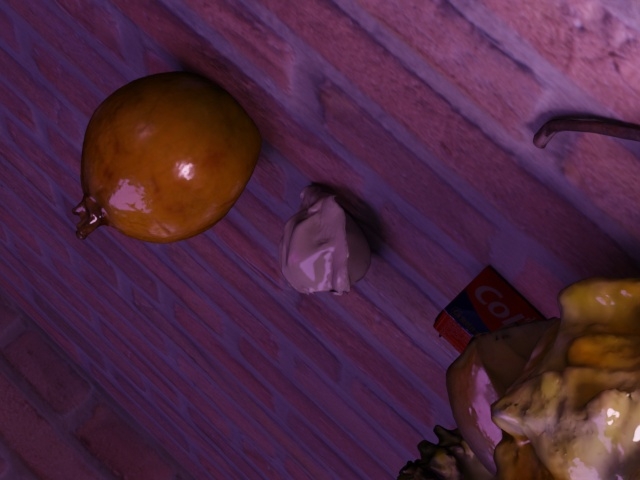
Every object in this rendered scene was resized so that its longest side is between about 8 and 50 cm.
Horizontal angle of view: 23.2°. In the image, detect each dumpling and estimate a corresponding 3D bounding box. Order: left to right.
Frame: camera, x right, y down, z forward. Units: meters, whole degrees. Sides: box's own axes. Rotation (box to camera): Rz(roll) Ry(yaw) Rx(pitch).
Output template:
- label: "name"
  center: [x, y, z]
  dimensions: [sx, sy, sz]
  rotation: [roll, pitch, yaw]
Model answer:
- label: "dumpling"
  center: [0.000, 0.000, 1.841]
  dimensions: [0.188, 0.108, 0.127]
  rotation: [-144, 38, -79]

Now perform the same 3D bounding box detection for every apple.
- label: "apple"
  center: [0.208, 0.176, 1.459]
  dimensions: [0.120, 0.265, 0.193]
  rotation: [-29, 77, 32]

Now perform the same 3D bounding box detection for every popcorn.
- label: "popcorn"
  center: [0.285, 0.160, 1.257]
  dimensions: [0.274, 0.335, 0.279]
  rotation: [38, 154, -13]

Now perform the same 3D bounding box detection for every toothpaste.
- label: "toothpaste"
  center: [0.261, 0.168, 1.641]
  dimensions: [0.320, 0.076, 0.066]
  rotation: [44, 161, 7]

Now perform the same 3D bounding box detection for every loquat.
- label: "loquat"
  center: [-0.196, -0.086, 1.853]
  dimensions: [0.213, 0.246, 0.213]
  rotation: [43, 159, 21]

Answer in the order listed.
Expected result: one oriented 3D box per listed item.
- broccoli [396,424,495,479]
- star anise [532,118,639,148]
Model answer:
- label: "broccoli"
  center: [0.236, 0.352, 1.739]
  dimensions: [0.348, 0.293, 0.281]
  rotation: [43, 152, 4]
- label: "star anise"
  center: [0.282, -0.052, 1.250]
  dimensions: [0.148, 0.218, 0.227]
  rotation: [25, -139, -36]
